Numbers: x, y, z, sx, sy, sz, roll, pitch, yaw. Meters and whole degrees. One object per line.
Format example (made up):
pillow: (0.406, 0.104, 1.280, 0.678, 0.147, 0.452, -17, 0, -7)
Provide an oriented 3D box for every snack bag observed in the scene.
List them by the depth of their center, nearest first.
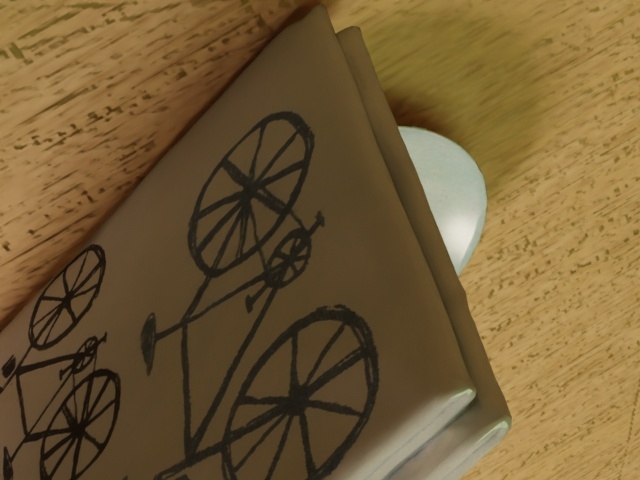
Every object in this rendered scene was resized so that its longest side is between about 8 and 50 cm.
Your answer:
snack bag: (-0.078, 0.083, 0.741, 0.037, 0.323, 0.342, 35, 110, -30)

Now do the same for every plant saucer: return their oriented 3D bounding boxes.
plant saucer: (0.000, 0.000, 0.923, 0.195, 0.037, 0.195, -17, 139, -15)
